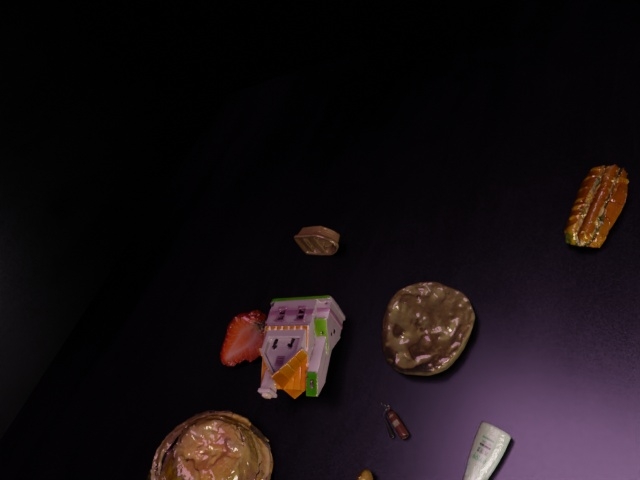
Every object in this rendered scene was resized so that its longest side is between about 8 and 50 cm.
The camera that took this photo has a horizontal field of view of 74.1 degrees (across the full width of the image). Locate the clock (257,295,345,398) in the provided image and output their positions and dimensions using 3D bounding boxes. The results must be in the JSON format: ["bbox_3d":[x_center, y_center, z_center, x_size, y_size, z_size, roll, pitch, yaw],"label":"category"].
[{"bbox_3d":[-0.074,0.344,1.319,0.235,0.166,0.310,-7,46,26],"label":"clock"}]

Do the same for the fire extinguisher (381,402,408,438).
[{"bbox_3d":[0.188,0.478,1.110,0.100,0.032,0.046,52,128,50],"label":"fire extinguisher"}]

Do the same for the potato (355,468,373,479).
[{"bbox_3d":[0.102,0.613,1.045,0.092,0.046,0.045,-56,-1,-27],"label":"potato"}]

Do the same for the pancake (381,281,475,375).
[{"bbox_3d":[0.296,0.247,1.201,0.294,0.049,0.294,-23,41,22],"label":"pancake"}]

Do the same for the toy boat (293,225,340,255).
[{"bbox_3d":[0.000,0.000,1.604,0.188,0.116,0.061,0,50,41],"label":"toy boat"}]

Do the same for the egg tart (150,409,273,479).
[{"bbox_3d":[-0.305,0.620,1.195,0.351,0.150,0.352,4,38,-3],"label":"egg tart"}]

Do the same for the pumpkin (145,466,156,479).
[{"bbox_3d":[-0.397,0.773,1.284,0.280,0.190,0.139,22,63,1],"label":"pumpkin"}]

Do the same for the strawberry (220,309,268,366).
[{"bbox_3d":[-0.256,0.345,1.533,0.236,0.106,0.175,-20,82,26],"label":"strawberry"}]

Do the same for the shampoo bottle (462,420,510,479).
[{"bbox_3d":[0.350,0.503,0.940,0.069,0.041,0.191,20,70,41],"label":"shampoo bottle"}]

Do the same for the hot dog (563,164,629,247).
[{"bbox_3d":[0.734,-0.092,1.123,0.115,0.072,0.269,14,65,36],"label":"hot dog"}]
